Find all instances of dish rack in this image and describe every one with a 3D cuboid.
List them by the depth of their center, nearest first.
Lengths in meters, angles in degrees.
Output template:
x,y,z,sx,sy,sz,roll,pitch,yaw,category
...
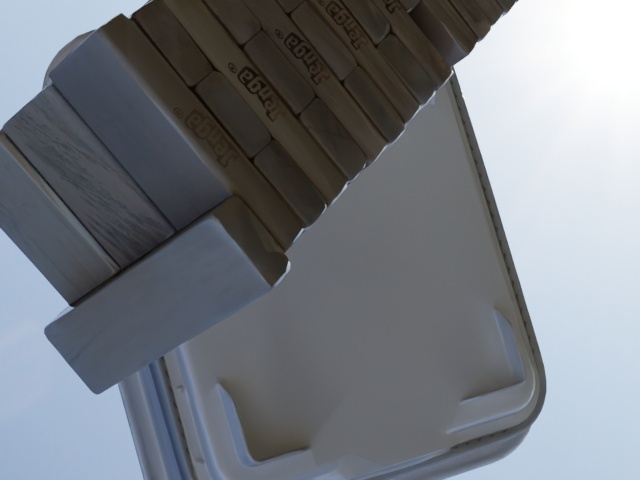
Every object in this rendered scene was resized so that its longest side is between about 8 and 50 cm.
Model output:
x,y,z,sx,sy,sz,roll,pitch,yaw,category
0.000,0.000,0.895,0.285,0.072,0.333,-13,-97,-26,dish rack

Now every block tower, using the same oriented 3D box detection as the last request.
x,y,z,sx,sy,sz,roll,pitch,yaw,category
-0.005,-0.079,0.569,0.097,0.091,0.335,50,-143,-9,block tower
